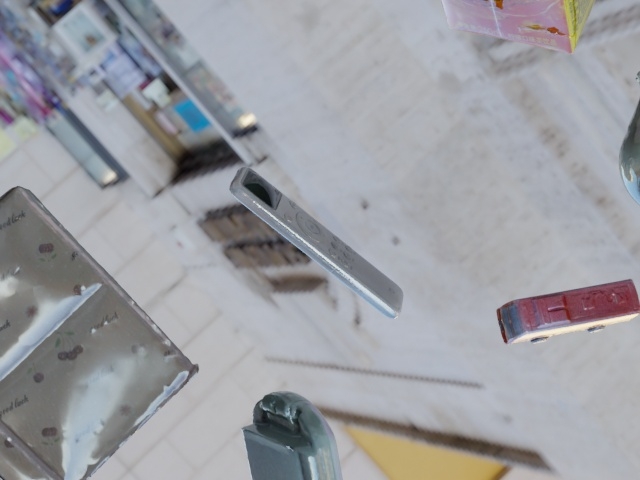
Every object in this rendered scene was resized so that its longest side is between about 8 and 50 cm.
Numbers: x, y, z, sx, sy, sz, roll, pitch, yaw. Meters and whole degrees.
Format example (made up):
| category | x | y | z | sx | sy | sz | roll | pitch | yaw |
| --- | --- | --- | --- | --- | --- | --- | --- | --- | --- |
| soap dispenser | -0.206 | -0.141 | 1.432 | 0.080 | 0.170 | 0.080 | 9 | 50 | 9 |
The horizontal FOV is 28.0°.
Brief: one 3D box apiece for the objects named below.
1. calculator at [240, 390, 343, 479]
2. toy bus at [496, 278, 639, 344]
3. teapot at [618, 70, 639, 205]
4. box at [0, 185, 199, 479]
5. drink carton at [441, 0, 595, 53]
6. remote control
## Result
| category | x | y | z | sx | sy | sz | roll | pitch | yaw |
| --- | --- | --- | --- | --- | --- | --- | --- | --- | --- |
| calculator | -0.015 | 0.255 | 1.146 | 0.045 | 0.246 | 0.141 | -12 | -174 | -25 |
| toy bus | 0.346 | 0.097 | 1.787 | 0.192 | 0.065 | 0.077 | -10 | 165 | -12 |
| teapot | 0.557 | -0.107 | 1.719 | 0.318 | 0.220 | 0.149 | 12 | -122 | 37 |
| box | -0.265 | 0.093 | 1.167 | 0.190 | 0.225 | 0.297 | -45 | -171 | -8 |
| drink carton | 0.180 | -0.326 | 1.240 | 0.111 | 0.154 | 0.351 | -67 | 157 | -17 |
| remote control | 0.000 | 0.000 | 1.556 | 0.029 | 0.261 | 0.067 | -47 | -169 | 24 |
